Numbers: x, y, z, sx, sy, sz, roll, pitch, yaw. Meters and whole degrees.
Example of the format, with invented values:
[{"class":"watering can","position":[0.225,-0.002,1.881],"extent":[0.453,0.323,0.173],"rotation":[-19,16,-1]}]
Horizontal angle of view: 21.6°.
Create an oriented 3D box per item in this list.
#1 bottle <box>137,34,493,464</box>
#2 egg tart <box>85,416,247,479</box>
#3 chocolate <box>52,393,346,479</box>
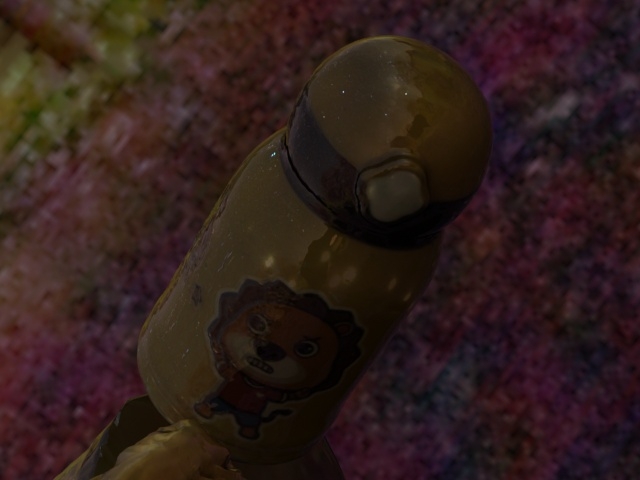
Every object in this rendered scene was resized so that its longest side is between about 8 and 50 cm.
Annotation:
[{"class":"bottle","position":[0.000,0.000,1.231],"extent":[0.351,0.171,0.171],"rotation":[-58,9,40]},{"class":"egg tart","position":[-0.142,0.264,0.818],"extent":[0.388,0.169,0.388],"rotation":[17,-90,-78]},{"class":"chocolate","position":[-0.146,0.328,1.584],"extent":[0.326,0.314,0.297],"rotation":[-16,-17,-42]}]
